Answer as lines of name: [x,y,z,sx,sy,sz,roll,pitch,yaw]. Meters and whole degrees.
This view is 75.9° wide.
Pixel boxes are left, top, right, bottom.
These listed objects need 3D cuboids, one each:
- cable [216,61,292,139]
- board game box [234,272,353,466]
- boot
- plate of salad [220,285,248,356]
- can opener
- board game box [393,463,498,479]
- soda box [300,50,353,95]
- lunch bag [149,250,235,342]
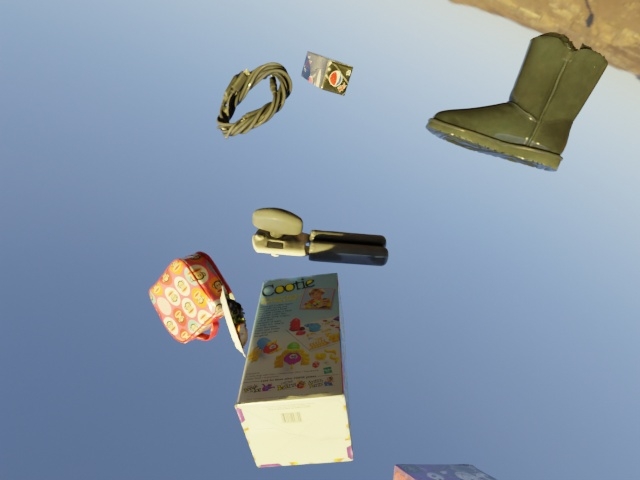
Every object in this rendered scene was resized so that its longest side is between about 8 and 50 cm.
cable: [-0.135,-0.273,0.819,0.151,0.047,0.184,14,-110,28]
board game box: [-0.030,0.193,0.671,0.145,0.141,0.275,-6,-150,5]
boot: [0.335,-0.252,0.719,0.247,0.206,0.094,20,-171,12]
plate of salad: [-0.220,0.209,1.085,0.048,0.199,0.199,-19,-130,-12]
can opener: [0.000,0.000,0.823,0.281,0.093,0.074,8,-138,-6]
board game box: [0.314,0.499,0.754,0.209,0.347,0.056,8,-99,-22]
soda box: [0.009,-0.353,0.861,0.054,0.060,0.168,9,-154,-22]
lunch bag: [-0.411,0.201,1.328,0.258,0.293,0.120,55,-143,5]
